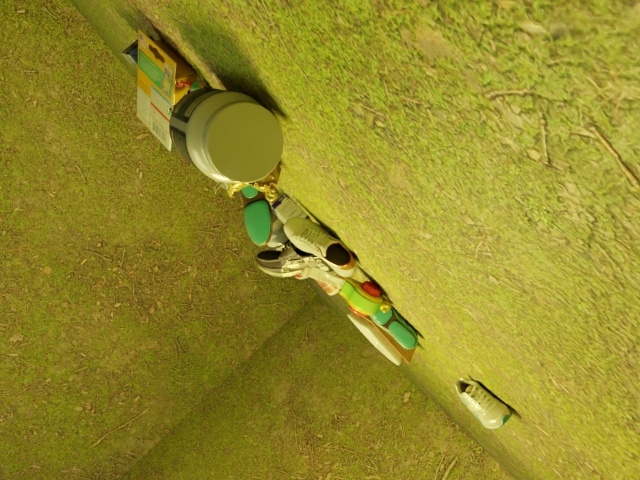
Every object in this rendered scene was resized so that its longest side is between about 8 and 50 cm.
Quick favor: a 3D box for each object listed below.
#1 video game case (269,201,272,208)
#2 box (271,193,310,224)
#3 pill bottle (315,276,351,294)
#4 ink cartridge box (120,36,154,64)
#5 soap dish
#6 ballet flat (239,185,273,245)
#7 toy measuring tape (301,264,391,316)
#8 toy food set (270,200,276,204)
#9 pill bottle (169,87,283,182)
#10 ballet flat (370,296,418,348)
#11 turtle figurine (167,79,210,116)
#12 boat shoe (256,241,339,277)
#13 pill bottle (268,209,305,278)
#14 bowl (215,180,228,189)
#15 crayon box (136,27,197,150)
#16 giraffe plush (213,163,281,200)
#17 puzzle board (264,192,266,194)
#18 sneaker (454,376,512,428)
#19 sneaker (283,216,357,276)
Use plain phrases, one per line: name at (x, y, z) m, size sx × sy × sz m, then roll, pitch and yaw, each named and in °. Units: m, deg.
video game case at (-0.267, -0.154, 2.652) m, size 0.269 × 0.061 × 0.244 m, roll 40°, pitch 169°, yaw 45°
box at (-0.100, -0.083, 2.027) m, size 0.137 × 0.072 × 0.126 m, roll 44°, pitch 173°, yaw 17°
pill bottle at (0.010, 0.097, 2.151) m, size 0.216 × 0.121 × 0.121 m, roll 48°, pitch 173°, yaw -10°
ink cartridge box at (-0.616, -0.648, 1.900) m, size 0.046 × 0.097 × 0.207 m, roll 52°, pitch 172°, yaw -31°
soap dish at (0.239, 0.347, 2.174) m, size 0.229 × 0.118 × 0.291 m, roll 49°, pitch 172°, yaw -12°
ballet flat at (-0.246, -0.146, 2.112) m, size 0.124 × 0.116 × 0.342 m, roll -4°, pitch -106°, yaw -79°
toy measuring tape at (0.095, 0.173, 1.848) m, size 0.330 × 0.121 × 0.121 m, roll 23°, pitch 180°, yaw -17°
toy food set at (-0.193, -0.163, 2.358) m, size 0.122 × 0.019 × 0.078 m, roll 33°, pitch 166°, yaw 34°
pill bottle at (-0.230, -0.252, 1.336) m, size 0.210 × 0.210 × 0.363 m, roll 51°, pitch 172°, yaw -28°
ballet flat at (0.248, 0.283, 1.960) m, size 0.247 × 0.083 × 0.087 m, roll 47°, pitch -173°, yaw 18°
turtle figurine at (-0.348, -0.398, 1.650) m, size 0.175 × 0.118 × 0.234 m, roll 5°, pitch 167°, yaw 6°
boat shoe at (-0.074, 0.051, 2.019) m, size 0.355 × 0.132 × 0.130 m, roll 2°, pitch 116°, yaw 23°
pill bottle at (-0.118, 0.007, 2.244) m, size 0.283 × 0.161 × 0.161 m, roll 52°, pitch 172°, yaw -26°
bowl at (-0.373, -0.335, 1.971) m, size 0.298 × 0.134 × 0.298 m, roll 48°, pitch 169°, yaw 13°
crayon box at (-0.484, -0.471, 1.742) m, size 0.203 × 0.083 × 0.323 m, roll 45°, pitch 141°, yaw 22°
giraffe plush at (-0.192, -0.207, 1.640) m, size 0.170 × 0.210 × 0.181 m, roll 12°, pitch 154°, yaw 22°
puzzle board at (-0.271, -0.235, 2.447) m, size 0.128 × 0.011 × 0.096 m, roll 43°, pitch 170°, yaw 27°
sneaker at (0.476, 0.482, 1.662) m, size 0.092 × 0.087 × 0.228 m, roll 51°, pitch 170°, yaw -15°
sneaker at (0.000, 0.000, 1.822) m, size 0.290 × 0.106 × 0.123 m, roll 34°, pitch 167°, yaw 15°
